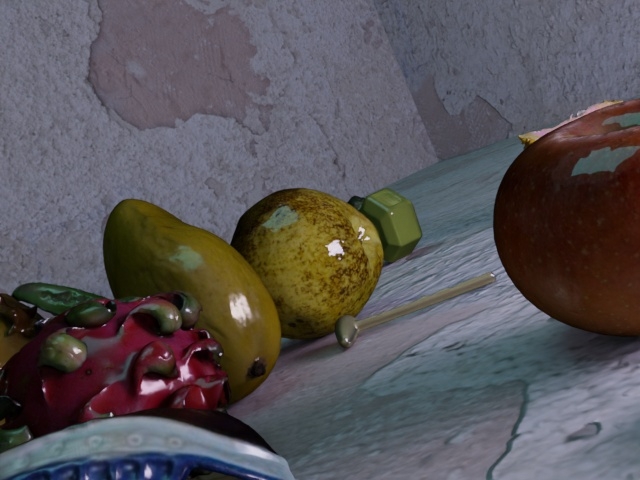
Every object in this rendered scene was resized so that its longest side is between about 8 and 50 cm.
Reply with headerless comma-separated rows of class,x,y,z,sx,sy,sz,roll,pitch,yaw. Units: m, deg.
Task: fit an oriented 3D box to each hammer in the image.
hammer,0.109,0.075,0.943,0.195,0.028,0.060,-22,11,3

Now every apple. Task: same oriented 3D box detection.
apple,0.231,-0.014,0.616,0.201,0.162,0.201,-16,15,5

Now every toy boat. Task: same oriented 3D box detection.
toy boat,-0.138,0.186,0.517,0.262,0.115,0.114,-17,-38,-11

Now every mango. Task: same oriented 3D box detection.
mango,-0.159,0.072,0.963,0.142,0.195,0.332,-17,26,-27

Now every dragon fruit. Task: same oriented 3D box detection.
dragon fruit,-0.174,0.139,0.717,0.198,0.218,0.273,21,-4,-4

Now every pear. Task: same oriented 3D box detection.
pear,-0.015,0.030,1.047,0.197,0.197,0.197,-23,5,2

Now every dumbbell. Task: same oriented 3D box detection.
dumbbell,0.023,0.019,1.342,0.302,0.108,0.121,-25,39,-25

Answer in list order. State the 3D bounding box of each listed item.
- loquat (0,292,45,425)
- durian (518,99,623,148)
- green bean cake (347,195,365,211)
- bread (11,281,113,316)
loquat,-0.445,0.176,1.029,0.275,0.274,0.275,-23,5,2
durian,0.394,-0.131,1.222,0.165,0.132,0.182,-10,8,33
green bean cake,0.000,0.000,1.641,0.255,0.132,0.241,-23,1,1
bread,-0.286,0.117,1.186,0.302,0.045,0.301,18,-12,4
